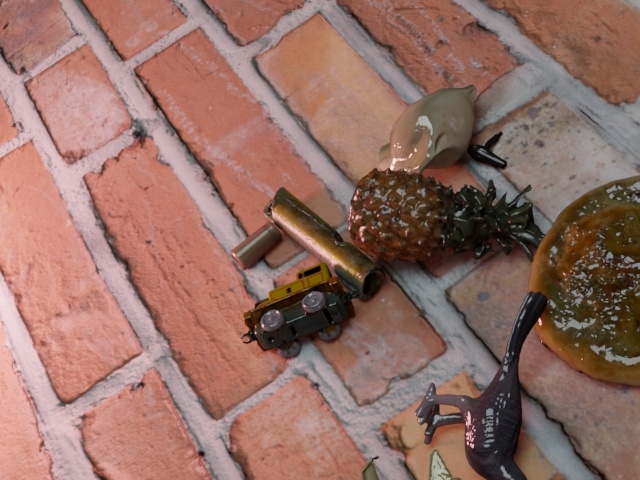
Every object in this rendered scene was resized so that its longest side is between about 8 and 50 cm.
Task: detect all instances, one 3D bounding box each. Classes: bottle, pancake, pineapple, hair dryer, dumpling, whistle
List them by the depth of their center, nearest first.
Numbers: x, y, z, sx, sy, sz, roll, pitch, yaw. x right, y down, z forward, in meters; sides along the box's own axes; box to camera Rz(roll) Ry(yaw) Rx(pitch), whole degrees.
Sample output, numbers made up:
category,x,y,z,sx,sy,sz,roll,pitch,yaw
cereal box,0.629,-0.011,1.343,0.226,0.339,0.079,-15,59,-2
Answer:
category,x,y,z,sx,sy,sz,roll,pitch,yaw
pancake,0.506,0.052,1.919,0.387,0.082,0.387,-10,56,15
pineapple,0.226,-0.032,2.086,0.340,0.169,0.169,8,57,22
whistle,-0.001,-0.001,2.225,0.068,0.057,0.326,-47,47,-3
hair dryer,0.316,-0.168,2.237,0.079,0.031,0.083,27,60,27
dumpling,0.191,-0.199,2.261,0.179,0.131,0.252,-24,29,49
bottle,-0.118,0.009,2.283,0.096,0.045,0.045,-40,47,-12

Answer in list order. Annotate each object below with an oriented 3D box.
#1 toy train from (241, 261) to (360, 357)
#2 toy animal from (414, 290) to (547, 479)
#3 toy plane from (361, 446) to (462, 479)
category,x,y,z,sx,sy,sz,roll,pitch,yaw
toy train,-0.037,0.118,2.129,0.219,0.089,0.127,-23,36,7
toy animal,0.245,0.261,1.864,0.205,0.081,0.367,-9,60,26
toy plane,0.127,0.432,1.770,0.242,0.104,0.256,39,78,17
